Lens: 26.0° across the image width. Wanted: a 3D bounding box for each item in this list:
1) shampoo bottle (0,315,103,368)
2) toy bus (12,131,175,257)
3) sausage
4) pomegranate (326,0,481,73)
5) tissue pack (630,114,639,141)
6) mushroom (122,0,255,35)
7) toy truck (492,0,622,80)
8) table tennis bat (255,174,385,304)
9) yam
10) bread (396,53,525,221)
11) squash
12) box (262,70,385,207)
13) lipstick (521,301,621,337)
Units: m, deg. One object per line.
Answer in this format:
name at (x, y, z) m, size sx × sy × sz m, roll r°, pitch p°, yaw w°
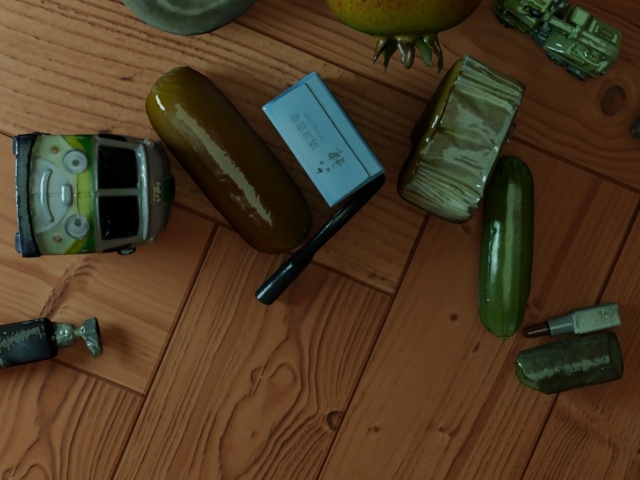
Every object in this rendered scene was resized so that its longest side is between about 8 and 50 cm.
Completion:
shampoo bottle at (-0.386, 0.135, 1.785) m, size 0.208 × 0.057 × 0.063 m, roll -10°, pitch 93°, yaw 0°
toy bus at (-0.267, -0.057, 1.653) m, size 0.179 × 0.305 × 0.143 m, roll -1°, pitch 93°, yaw -3°
sausage at (-0.115, -0.099, 1.753) m, size 0.105 × 0.105 × 0.274 m, roll -39°, pitch 95°, yaw 1°
pomegranate at (0.106, -0.329, 1.694) m, size 0.221 × 0.221 × 0.256 m, roll -7°, pitch 102°, yaw -1°
tissue pack at (0.538, -0.207, 1.765) m, size 0.177 × 0.089 × 0.263 m, roll 30°, pitch 92°, yaw -1°
mushroom at (-0.160, -0.352, 1.682) m, size 0.207 × 0.215 × 0.207 m, roll -1°, pitch 100°, yaw -7°
toy truck at (0.306, -0.273, 1.750) m, size 0.169 × 0.100 × 0.077 m, roll 37°, pitch 91°, yaw -4°
table tennis bat at (0.000, 0.000, 1.751) m, size 0.027 × 0.150 × 0.236 m, roll 46°, pitch 115°, yaw 2°
yam at (0.325, 0.162, 1.796) m, size 0.146 × 0.070 × 0.069 m, roll -13°, pitch 94°, yaw 0°
bread at (0.168, -0.123, 1.705) m, size 0.110 × 0.210 × 0.192 m, roll 24°, pitch 93°, yaw 2°
squash at (0.240, 0.009, 1.785) m, size 0.069 × 0.069 × 0.238 m, roll 3°, pitch 93°, yaw -1°
box at (0.005, -0.125, 1.689) m, size 0.083 × 0.232 × 0.142 m, roll -34°, pitch 94°, yaw 5°
lipstick at (0.325, 0.108, 1.810) m, size 0.129 × 0.030 × 0.030 m, roll -11°, pitch 94°, yaw -1°
